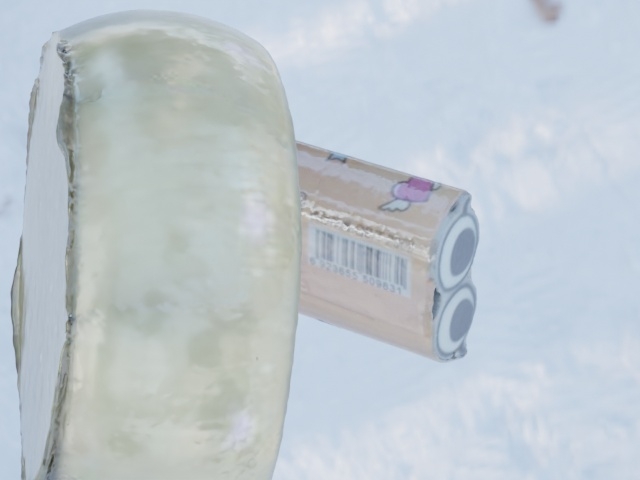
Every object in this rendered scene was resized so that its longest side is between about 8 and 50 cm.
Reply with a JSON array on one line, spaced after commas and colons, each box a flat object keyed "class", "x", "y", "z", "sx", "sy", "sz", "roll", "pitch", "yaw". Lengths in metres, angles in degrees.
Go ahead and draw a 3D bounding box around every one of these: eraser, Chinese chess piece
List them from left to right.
[{"class": "Chinese chess piece", "x": -0.113, "y": 0.025, "z": 1.081, "sx": 0.141, "sy": 0.338, "sz": 0.338, "roll": 4, "pitch": 53, "yaw": -14}, {"class": "eraser", "x": 0.000, "y": 0.000, "z": 1.582, "sx": 0.291, "sy": 0.171, "sz": 0.087, "roll": 18, "pitch": 33, "yaw": 30}]
